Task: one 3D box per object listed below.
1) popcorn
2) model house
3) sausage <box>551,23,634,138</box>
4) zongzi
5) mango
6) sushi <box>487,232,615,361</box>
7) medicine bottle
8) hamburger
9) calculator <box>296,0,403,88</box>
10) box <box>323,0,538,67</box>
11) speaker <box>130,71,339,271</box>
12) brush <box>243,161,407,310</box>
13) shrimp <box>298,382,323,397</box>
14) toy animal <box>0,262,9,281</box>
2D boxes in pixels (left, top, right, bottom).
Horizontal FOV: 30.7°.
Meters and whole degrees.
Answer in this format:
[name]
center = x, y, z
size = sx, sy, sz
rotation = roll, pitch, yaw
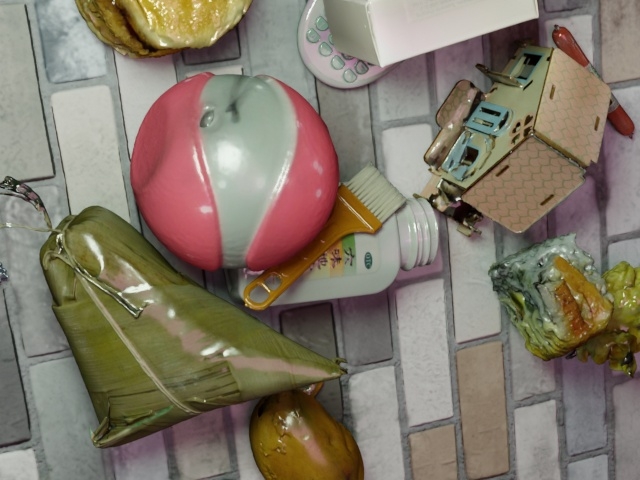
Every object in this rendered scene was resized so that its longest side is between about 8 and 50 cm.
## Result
[popcorn]
center = 0.531, 0.140, 2.011
size = 0.168, 0.173, 0.195
rotation = 26, 85, -44
[model house]
center = 0.299, -0.150, 1.799
size = 0.169, 0.244, 0.326
rotation = 33, 93, -25
[sausage]
center = 0.454, -0.261, 1.934
size = 0.034, 0.034, 0.253
rotation = -44, 113, -4
[zongzi]
center = -0.215, 0.059, 1.665
size = 0.418, 0.181, 0.447
rotation = -14, 109, 15
[mango]
center = -0.016, 0.340, 1.876
size = 0.156, 0.151, 0.249
rotation = -42, 114, -32
[sushi]
center = 0.374, 0.088, 1.879
size = 0.139, 0.274, 0.184
rotation = -30, 86, -13
[medicine bottle]
center = 0.015, 0.002, 1.801
size = 0.324, 0.124, 0.179
rotation = -5, 86, -19
[hamburger]
center = -0.219, -0.369, 1.611
size = 0.244, 0.163, 0.244
rotation = -2, 97, -20
[calculator]
center = 0.091, -0.362, 1.780
size = 0.299, 0.041, 0.185
rotation = -47, 113, 0
[box]
center = 0.153, -0.341, 1.672
size = 0.251, 0.203, 0.106
rotation = -19, 111, -13
[speaker]
center = -0.111, -0.099, 1.642
size = 0.294, 0.294, 0.294
rotation = -5, 105, -18
[brush]
center = 0.000, 0.000, 1.715
size = 0.090, 0.017, 0.314
rotation = 45, 63, 8
[shrimp]
center = -0.049, 0.215, 1.889
size = 0.091, 0.025, 0.127
rotation = -46, 117, -3
[toy animal]
center = -0.559, 0.041, 1.660
size = 0.220, 0.062, 0.108
rotation = -9, 124, -18
